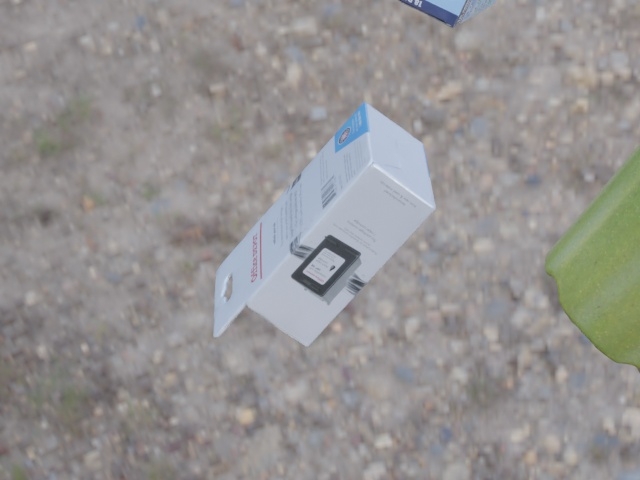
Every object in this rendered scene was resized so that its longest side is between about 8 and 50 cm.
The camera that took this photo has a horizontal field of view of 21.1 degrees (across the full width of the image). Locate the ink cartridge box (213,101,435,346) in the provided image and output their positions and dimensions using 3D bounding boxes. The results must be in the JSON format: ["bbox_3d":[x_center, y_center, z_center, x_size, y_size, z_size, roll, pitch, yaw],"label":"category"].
[{"bbox_3d":[0.000,0.000,1.238,0.180,0.060,0.104,-48,21,22],"label":"ink cartridge box"}]

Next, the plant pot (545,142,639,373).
[{"bbox_3d":[0.389,0.001,1.847,0.254,0.276,0.276,-44,51,26],"label":"plant pot"}]

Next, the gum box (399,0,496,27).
[{"bbox_3d":[0.089,-0.268,1.667,0.157,0.041,0.184,28,22,10],"label":"gum box"}]
